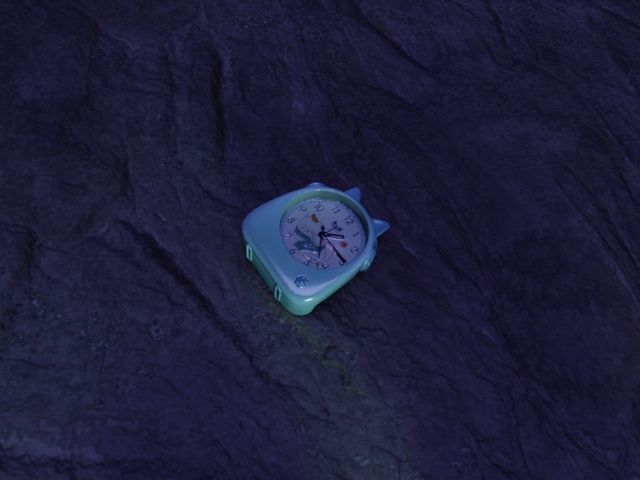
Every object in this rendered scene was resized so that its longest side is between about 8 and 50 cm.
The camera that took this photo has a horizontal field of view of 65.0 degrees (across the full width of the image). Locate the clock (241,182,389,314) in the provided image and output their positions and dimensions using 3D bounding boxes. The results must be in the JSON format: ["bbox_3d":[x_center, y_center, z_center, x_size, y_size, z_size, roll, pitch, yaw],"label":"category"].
[{"bbox_3d":[0.000,0.000,1.002,0.274,0.094,0.223,-27,69,-22],"label":"clock"}]
